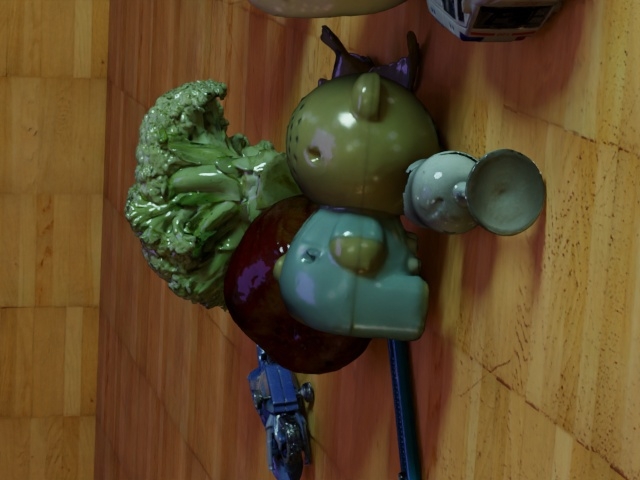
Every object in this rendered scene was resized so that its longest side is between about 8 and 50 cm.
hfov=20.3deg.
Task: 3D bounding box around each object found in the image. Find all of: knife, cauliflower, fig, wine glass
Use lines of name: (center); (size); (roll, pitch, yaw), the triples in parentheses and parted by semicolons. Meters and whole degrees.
knife: (0.089, 0.221, 1.886); (0.044, 0.026, 0.296); (101, 164, -71)
cauliflower: (-0.115, -0.052, 2.300); (0.250, 0.275, 0.272); (-2, 68, 42)
fig: (-0.028, 0.018, 2.034); (0.290, 0.191, 0.190); (-115, 30, -54)
wine glass: (0.133, -0.044, 1.638); (0.195, 0.079, 0.079); (-178, 88, -73)

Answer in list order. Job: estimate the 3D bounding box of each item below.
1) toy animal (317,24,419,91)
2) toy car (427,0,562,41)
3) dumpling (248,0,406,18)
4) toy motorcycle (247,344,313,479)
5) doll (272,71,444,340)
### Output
toy animal: (0.036, -0.154, 1.948); (0.219, 0.095, 0.155); (-154, 69, -73)
toy car: (0.151, -0.221, 1.558); (0.209, 0.089, 0.108); (-125, 37, -66)
dumpling: (-0.030, -0.337, 1.779); (0.395, 0.316, 0.233); (-154, 69, -77)
toy motorcycle: (-0.054, 0.211, 2.309); (0.114, 0.076, 0.205); (96, 163, -53)
doll: (0.040, -0.041, 1.802); (0.177, 0.161, 0.260); (-81, -3, -84)
